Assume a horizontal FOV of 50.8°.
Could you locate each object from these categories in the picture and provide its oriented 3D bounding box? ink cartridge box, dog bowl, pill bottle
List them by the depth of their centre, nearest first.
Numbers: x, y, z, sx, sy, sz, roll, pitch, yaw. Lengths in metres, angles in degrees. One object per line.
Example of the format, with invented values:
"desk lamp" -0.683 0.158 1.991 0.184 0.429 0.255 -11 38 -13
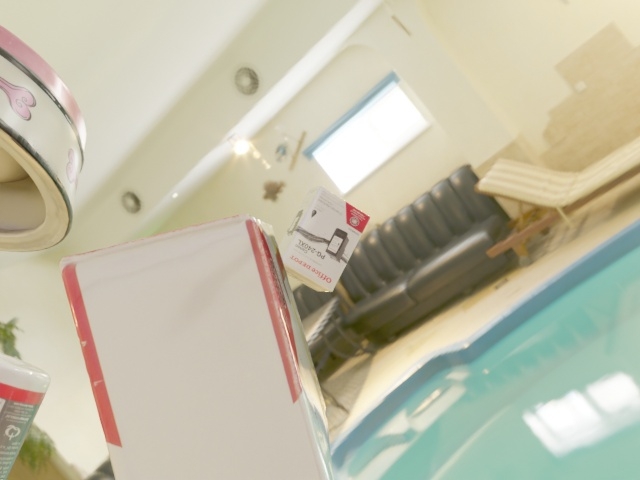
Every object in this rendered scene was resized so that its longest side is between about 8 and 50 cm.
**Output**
"ink cartridge box" -0.094 0.127 0.694 0.160 0.279 0.384 -16 1 -2
"dog bowl" -0.508 -0.157 0.917 0.408 0.407 0.150 -36 32 52
"pill bottle" -0.530 0.311 0.953 0.176 0.176 0.319 148 144 -73
"ink cartridge box" 0.000 0.000 1.155 0.151 0.109 0.063 -63 18 -12
